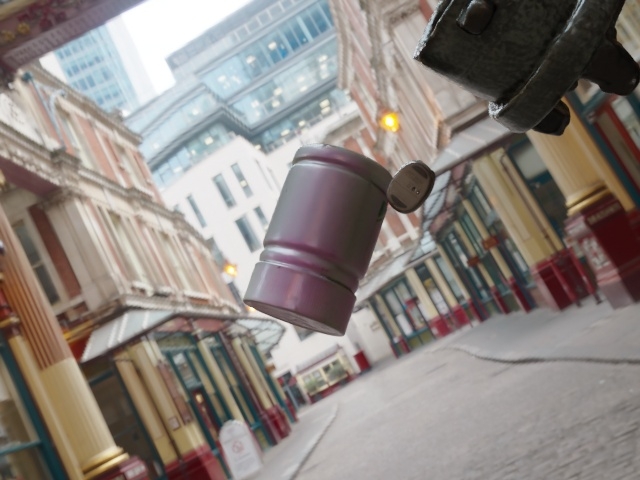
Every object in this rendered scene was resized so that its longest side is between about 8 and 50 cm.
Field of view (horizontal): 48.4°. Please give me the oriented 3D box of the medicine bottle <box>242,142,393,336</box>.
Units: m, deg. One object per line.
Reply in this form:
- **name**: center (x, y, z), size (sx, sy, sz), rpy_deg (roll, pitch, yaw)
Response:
- **medicine bottle**: center (0.000, 0.000, 1.368), size (0.212, 0.211, 0.326), rpy_deg (90, -162, -75)

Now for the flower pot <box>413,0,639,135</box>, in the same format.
- **flower pot**: center (0.323, -0.317, 1.058), size (0.299, 0.282, 0.299), rpy_deg (-59, 5, 9)

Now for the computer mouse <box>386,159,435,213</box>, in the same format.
- **computer mouse**: center (0.149, -0.087, 1.159), size (0.096, 0.066, 0.039), rpy_deg (-55, -16, 27)
